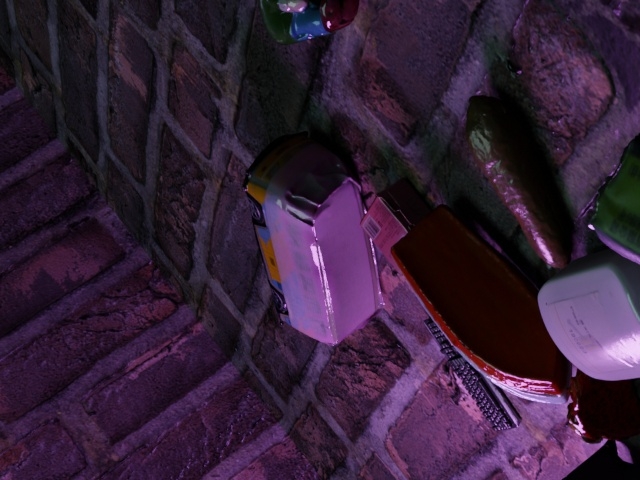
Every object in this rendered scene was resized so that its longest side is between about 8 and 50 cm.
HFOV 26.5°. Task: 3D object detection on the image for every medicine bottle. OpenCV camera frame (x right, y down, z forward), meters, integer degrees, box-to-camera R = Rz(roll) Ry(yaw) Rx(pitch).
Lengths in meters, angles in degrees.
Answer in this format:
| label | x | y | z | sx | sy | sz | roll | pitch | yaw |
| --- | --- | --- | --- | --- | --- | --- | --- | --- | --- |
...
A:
| label | x | y | z | sx | sy | sz | roll | pitch | yaw |
| --- | --- | --- | --- | --- | --- | --- | --- | --- | --- |
| medicine bottle | 0.387 | 0.084 | 1.646 | 0.161 | 0.111 | 0.296 | 54 | 162 | -1 |

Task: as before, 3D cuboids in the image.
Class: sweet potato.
| label | x | y | z | sx | sy | sz | roll | pitch | yaw |
| --- | --- | --- | --- | --- | --- | --- | --- | --- | --- |
| sweet potato | 0.263 | -0.068 | 1.752 | 0.273 | 0.075 | 0.075 | 58 | 160 | -20 |

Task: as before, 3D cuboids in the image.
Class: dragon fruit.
| label | x | y | z | sx | sy | sz | roll | pitch | yaw |
| --- | --- | --- | --- | --- | --- | --- | --- | --- | --- |
| dragon fruit | 0.374 | 0.216 | 1.879 | 0.083 | 0.106 | 0.162 | 20 | 143 | 52 |

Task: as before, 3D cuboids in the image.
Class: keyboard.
| label | x | y | z | sx | sy | sz | roll | pitch | yaw |
| --- | --- | --- | --- | --- | --- | --- | --- | --- | --- |
| keyboard | 0.252 | 0.223 | 2.286 | 0.230 | 0.025 | 0.093 | 56 | 157 | 0 |

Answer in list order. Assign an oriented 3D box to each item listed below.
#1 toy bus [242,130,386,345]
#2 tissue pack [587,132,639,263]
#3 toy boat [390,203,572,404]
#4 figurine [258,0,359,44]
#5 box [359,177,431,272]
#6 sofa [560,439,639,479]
| label | x | y | z | sx | sy | sz | roll | pitch | yaw |
| --- | --- | --- | --- | --- | --- | --- | --- | --- | --- |
| toy bus | 0.000 | 0.000 | 2.324 | 0.162 | 0.171 | 0.386 | 27 | 147 | 34 |
| tissue pack | 0.467 | 0.048 | 1.177 | 0.288 | 0.124 | 0.394 | 12 | -164 | -45 |
| toy boat | 0.246 | 0.104 | 1.965 | 0.332 | 0.145 | 0.133 | 50 | -177 | 19 |
| figurine | -0.053 | -0.393 | 1.886 | 0.185 | 0.127 | 0.234 | 6 | 118 | 58 |
| box | 0.127 | -0.022 | 2.135 | 0.111 | 0.060 | 0.156 | 53 | 163 | 7 |
| sofa | 0.446 | 0.426 | 1.918 | 0.258 | 0.200 | 0.182 | 17 | 135 | 57 |
